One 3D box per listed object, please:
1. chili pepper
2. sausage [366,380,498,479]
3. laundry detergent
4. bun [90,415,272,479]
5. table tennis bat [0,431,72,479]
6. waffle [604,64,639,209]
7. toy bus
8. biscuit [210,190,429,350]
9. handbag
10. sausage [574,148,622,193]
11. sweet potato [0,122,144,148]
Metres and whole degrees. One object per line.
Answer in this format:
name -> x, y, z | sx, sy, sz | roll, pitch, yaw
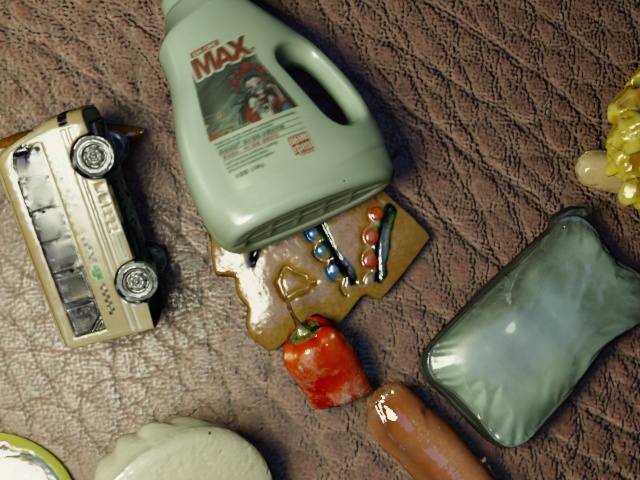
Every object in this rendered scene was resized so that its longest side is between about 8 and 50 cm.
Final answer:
chili pepper -> -0.006, 0.144, 1.169 | 0.086, 0.084, 0.192 | -40, 114, -31
sausage -> 0.210, 0.359, 1.188 | 0.419, 0.094, 0.094 | 49, 55, 1
laundry detergent -> -0.094, -0.203, 1.177 | 0.263, 0.125, 0.398 | -23, 74, -13
bun -> -0.207, 0.335, 1.137 | 0.263, 0.175, 0.263 | -11, 110, -34
table tennis bat -> -0.492, 0.337, 1.162 | 0.368, 0.054, 0.224 | 28, 74, -1
waffle -> 0.528, -0.153, 1.174 | 0.261, 0.151, 0.324 | 40, 62, 12
toy bus -> -0.301, -0.018, 1.134 | 0.157, 0.139, 0.290 | -17, 104, -1
biscuit -> 0.000, 0.000, 1.221 | 0.301, 0.043, 0.278 | -9, 87, -4
handbag -> 0.304, 0.118, 1.222 | 0.191, 0.075, 0.332 | 45, 88, 4
sausage -> 0.507, -0.078, 1.247 | 0.301, 0.066, 0.066 | 9, 86, -3
sweet potato -> -0.368, -0.129, 1.204 | 0.264, 0.057, 0.057 | -8, 87, 0
